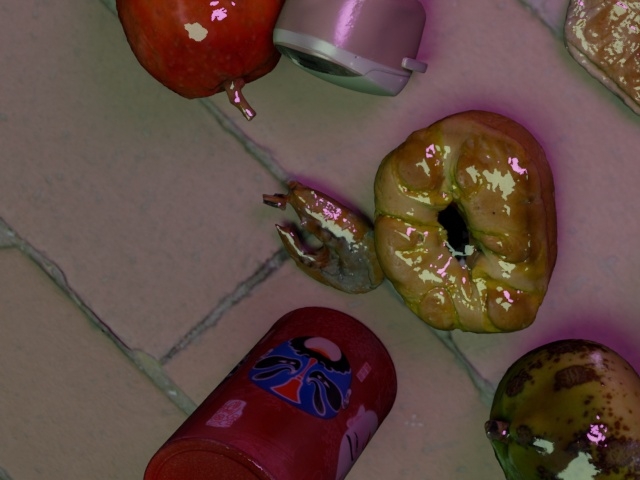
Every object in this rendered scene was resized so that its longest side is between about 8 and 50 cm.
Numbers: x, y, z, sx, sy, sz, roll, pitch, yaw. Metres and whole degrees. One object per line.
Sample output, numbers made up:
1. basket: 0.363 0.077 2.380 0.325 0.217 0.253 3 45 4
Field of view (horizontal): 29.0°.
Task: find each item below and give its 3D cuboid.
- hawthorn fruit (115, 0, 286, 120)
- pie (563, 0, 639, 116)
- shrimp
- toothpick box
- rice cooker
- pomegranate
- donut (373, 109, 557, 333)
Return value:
1. hawthorn fruit: -0.122 -0.252 1.400 0.205 0.205 0.253 -36 68 34
2. pie: 0.356 -0.222 1.296 0.195 0.046 0.195 12 121 21
3. shrimp: -0.001 0.001 1.574 0.187 0.051 0.132 45 124 -4
4. toothpick box: -0.053 0.246 1.551 0.204 0.333 0.204 11 119 20
5. rice cooker: 0.037 -0.229 1.357 0.145 0.206 0.127 24 105 26
6. pomegranate: 0.333 0.215 1.433 0.277 0.222 0.204 -12 153 13
7. donut: 0.169 -0.023 1.435 0.209 0.128 0.261 9 118 23
